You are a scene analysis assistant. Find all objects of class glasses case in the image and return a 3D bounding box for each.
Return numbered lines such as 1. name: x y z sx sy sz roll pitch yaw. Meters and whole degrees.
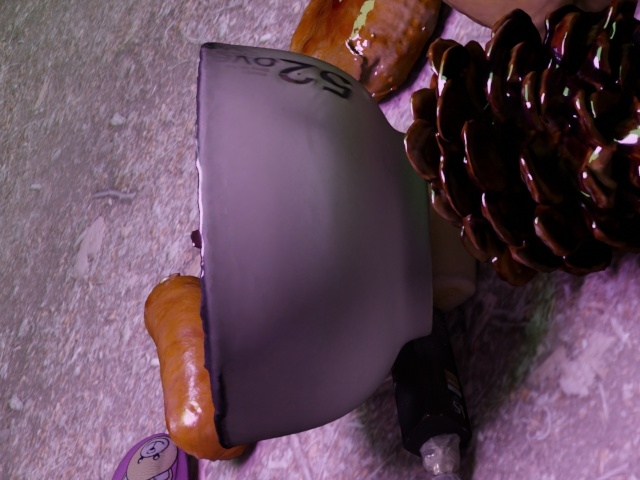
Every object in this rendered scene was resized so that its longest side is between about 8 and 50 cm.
1. glasses case: -0.198 0.354 1.732 0.123 0.075 0.316 -34 39 44

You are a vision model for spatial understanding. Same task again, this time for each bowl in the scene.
1. bowl: 0.000 0.000 1.396 0.354 0.185 0.354 -3 -90 -88

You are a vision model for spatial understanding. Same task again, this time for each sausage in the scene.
1. sausage: -0.131 0.137 1.782 0.109 0.109 0.270 -52 30 21

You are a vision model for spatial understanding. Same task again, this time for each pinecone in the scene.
1. pinecone: 0.194 -0.080 1.286 0.272 0.224 0.224 -6 62 50

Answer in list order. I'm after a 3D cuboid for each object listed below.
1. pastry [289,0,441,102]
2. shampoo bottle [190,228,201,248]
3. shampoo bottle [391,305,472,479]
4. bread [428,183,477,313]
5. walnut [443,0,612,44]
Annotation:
1. pastry: 0.048 -0.240 1.791 0.218 0.100 0.229 -45 32 31
2. shampoo bottle: -0.059 -0.031 1.829 0.236 0.068 0.067 -26 48 50
3. shampoo bottle: 0.095 0.148 1.431 0.063 0.057 0.208 -46 32 30
4. bread: 0.095 -0.008 1.557 0.139 0.060 0.178 -35 39 41
5. walnut: 0.179 -0.320 1.502 0.227 0.283 0.283 -19 32 -6
